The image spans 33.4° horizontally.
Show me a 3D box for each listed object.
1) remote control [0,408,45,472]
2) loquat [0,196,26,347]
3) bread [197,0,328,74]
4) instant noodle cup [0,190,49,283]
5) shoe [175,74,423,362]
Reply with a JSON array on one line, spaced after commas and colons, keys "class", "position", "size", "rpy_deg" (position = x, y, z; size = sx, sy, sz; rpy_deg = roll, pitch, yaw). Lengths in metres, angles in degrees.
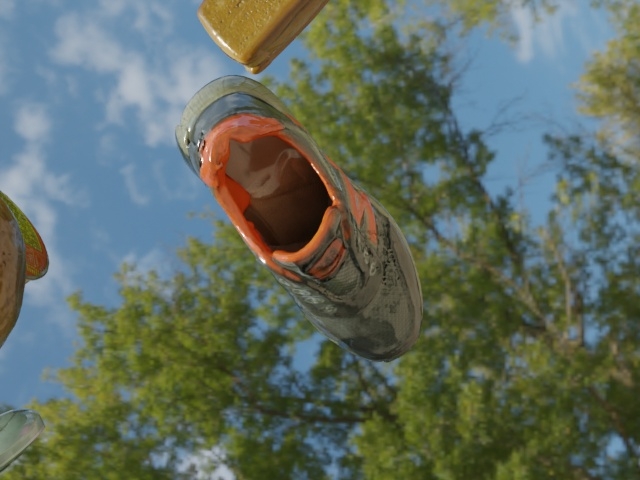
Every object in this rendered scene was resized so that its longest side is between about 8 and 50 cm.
[{"class": "remote control", "position": [-0.326, 0.208, 1.028], "size": [0.045, 0.256, 0.097], "rpy_deg": [51, -125, -3]}, {"class": "loquat", "position": [-0.390, 0.034, 0.999], "size": [0.193, 0.238, 0.238], "rpy_deg": [62, -142, -67]}, {"class": "bread", "position": [-0.062, -0.323, 1.398], "size": [0.200, 0.116, 0.077], "rpy_deg": [-47, -25, 4]}, {"class": "instant noodle cup", "position": [-0.486, 0.039, 1.347], "size": [0.193, 0.212, 0.193], "rpy_deg": [47, -168, -14]}, {"class": "shoe", "position": [0.000, 0.000, 0.992], "size": [0.132, 0.171, 0.336], "rpy_deg": [-37, -70, 4]}]
